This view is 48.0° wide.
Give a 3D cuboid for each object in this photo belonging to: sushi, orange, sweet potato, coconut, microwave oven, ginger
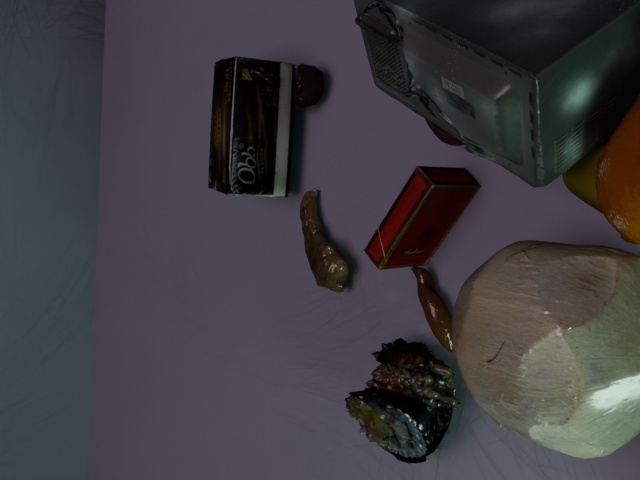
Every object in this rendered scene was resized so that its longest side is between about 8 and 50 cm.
[{"bbox_3d":[0.192,0.339,1.566,0.239,0.218,0.225,15,143,22],"label":"sushi"},{"bbox_3d":[0.567,-0.146,1.052,0.274,0.310,0.274,40,161,17],"label":"orange"},{"bbox_3d":[0.251,0.148,1.572,0.058,0.055,0.202,-36,67,45],"label":"sweet potato"},{"bbox_3d":[0.412,0.172,1.169,0.360,0.346,0.346,20,107,54],"label":"coconut"},{"bbox_3d":[0.307,-0.339,1.209,0.432,0.374,0.236,44,163,40],"label":"microwave oven"},{"bbox_3d":[0.000,0.000,1.849,0.131,0.086,0.294,114,143,-59],"label":"ginger"}]

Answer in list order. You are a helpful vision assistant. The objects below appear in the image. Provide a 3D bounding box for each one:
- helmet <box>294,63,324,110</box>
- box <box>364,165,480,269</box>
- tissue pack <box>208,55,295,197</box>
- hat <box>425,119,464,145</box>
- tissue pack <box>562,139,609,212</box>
[{"bbox_3d":[-0.027,-0.394,1.856,0.098,0.070,0.123,-96,10,-49],"label":"helmet"},{"bbox_3d":[0.214,-0.047,1.530,0.074,0.153,0.239,51,129,30],"label":"box"},{"bbox_3d":[-0.182,-0.309,1.941,0.210,0.198,0.369,-157,69,-66],"label":"tissue pack"},{"bbox_3d":[0.291,-0.298,1.472,0.205,0.089,0.205,14,108,51],"label":"hat"},{"bbox_3d":[0.499,-0.100,1.205,0.178,0.123,0.127,42,117,37],"label":"tissue pack"}]
